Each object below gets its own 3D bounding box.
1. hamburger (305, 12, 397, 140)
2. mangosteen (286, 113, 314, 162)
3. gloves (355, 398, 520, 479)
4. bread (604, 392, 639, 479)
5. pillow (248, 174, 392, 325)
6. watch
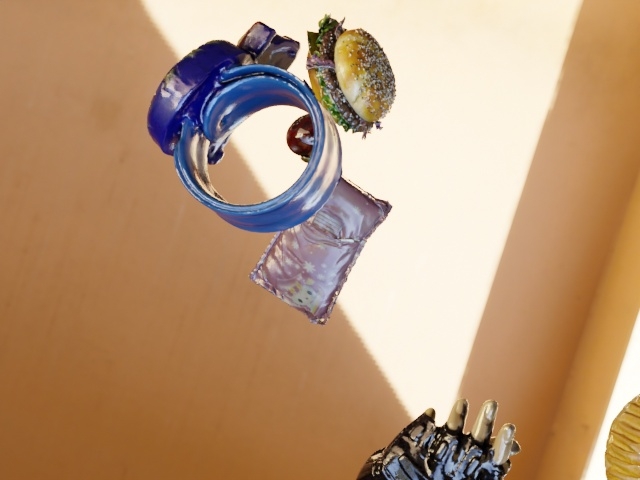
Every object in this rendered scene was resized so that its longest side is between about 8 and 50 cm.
[{"bbox_3d":[0.047,-0.243,1.976,0.093,0.190,0.164,-19,-173,25],"label":"hamburger"},{"bbox_3d":[-0.016,-0.171,2.246,0.081,0.081,0.081,18,-179,0],"label":"mangosteen"},{"bbox_3d":[0.160,0.268,1.689,0.164,0.124,0.203,5,158,-37],"label":"gloves"},{"bbox_3d":[0.411,0.259,1.510,0.199,0.199,0.104,18,-177,-18],"label":"bread"},{"bbox_3d":[0.000,0.000,1.629,0.118,0.185,0.043,32,-162,4],"label":"pillow"},{"bbox_3d":[-0.068,-0.114,1.460,0.200,0.196,0.171,44,-170,19],"label":"watch"}]
